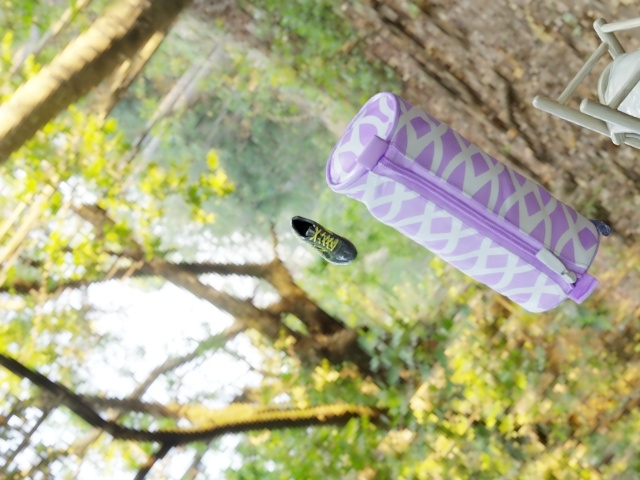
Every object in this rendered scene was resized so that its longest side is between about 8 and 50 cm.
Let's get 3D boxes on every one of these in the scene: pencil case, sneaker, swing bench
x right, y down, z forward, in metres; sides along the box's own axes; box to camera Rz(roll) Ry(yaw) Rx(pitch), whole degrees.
[{"bbox_3d":[0.103,-0.022,0.795,0.206,0.086,0.088,29,-161,-19],"label":"pencil case"},{"bbox_3d":[0.000,0.000,1.193,0.083,0.031,0.035,27,177,21],"label":"sneaker"},{"bbox_3d":[0.450,-0.161,1.486,0.254,0.165,0.253,38,-177,-8],"label":"swing bench"}]
